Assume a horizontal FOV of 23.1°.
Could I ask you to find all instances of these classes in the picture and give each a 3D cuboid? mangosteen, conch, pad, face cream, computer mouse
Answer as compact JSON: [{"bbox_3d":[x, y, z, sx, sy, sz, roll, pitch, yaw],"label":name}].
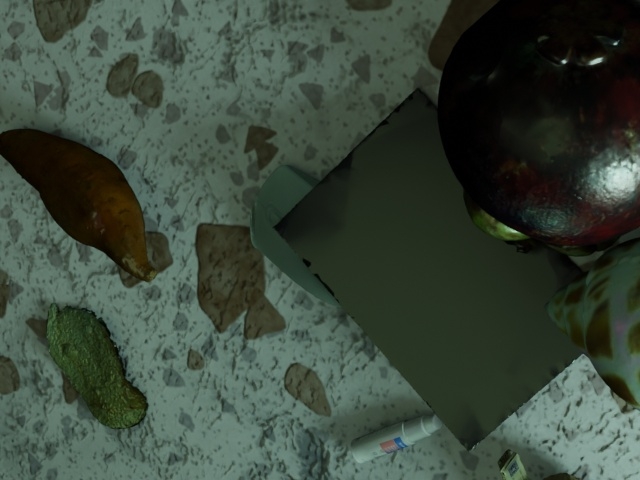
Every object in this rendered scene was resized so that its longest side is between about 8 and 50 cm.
[{"bbox_3d":[0.262,-0.125,1.660,0.311,0.311,0.311,8,106,28],"label":"mangosteen"},{"bbox_3d":[0.405,0.079,1.677,0.368,0.197,0.249,17,78,24],"label":"conch"},{"bbox_3d":[0.147,0.035,1.868,0.247,0.007,0.367,-43,81,8],"label":"pad"},{"bbox_3d":[0.098,0.249,1.988,0.130,0.034,0.034,-26,89,31],"label":"face cream"},{"bbox_3d":[0.000,0.000,1.958,0.231,0.079,0.128,28,111,25],"label":"computer mouse"}]

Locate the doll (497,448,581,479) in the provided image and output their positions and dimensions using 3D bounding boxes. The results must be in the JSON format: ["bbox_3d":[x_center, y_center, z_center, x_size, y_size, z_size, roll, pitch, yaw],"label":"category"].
[{"bbox_3d":[0.284,0.342,1.863,0.115,0.105,0.221,-36,83,-6],"label":"doll"}]

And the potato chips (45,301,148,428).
[{"bbox_3d":[-0.320,0.171,2.214,0.209,0.026,0.142,37,121,19],"label":"potato chips"}]

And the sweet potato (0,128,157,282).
[{"bbox_3d":[-0.315,-0.063,2.101,0.359,0.112,0.112,46,122,32],"label":"sweet potato"}]
